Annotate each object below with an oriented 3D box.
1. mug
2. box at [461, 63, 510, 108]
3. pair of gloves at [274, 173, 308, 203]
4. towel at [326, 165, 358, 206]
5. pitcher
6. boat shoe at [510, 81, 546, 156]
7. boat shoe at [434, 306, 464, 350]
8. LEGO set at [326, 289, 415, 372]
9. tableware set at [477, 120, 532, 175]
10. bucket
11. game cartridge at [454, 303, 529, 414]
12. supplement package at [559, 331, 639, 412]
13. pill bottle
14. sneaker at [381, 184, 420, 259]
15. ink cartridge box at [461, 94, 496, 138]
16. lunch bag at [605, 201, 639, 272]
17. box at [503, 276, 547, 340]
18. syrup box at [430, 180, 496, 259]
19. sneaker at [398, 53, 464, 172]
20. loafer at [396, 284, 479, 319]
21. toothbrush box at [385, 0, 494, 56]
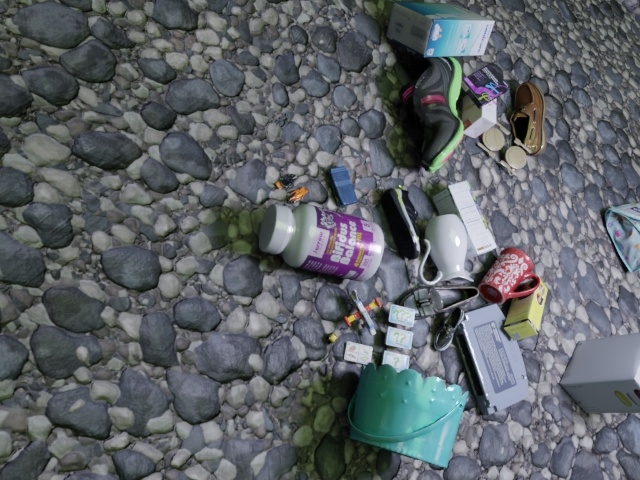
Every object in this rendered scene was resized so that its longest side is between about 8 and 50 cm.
[{"bbox_3d":[0.597,0.119,1.630,0.169,0.150,0.113,-41,120,-28],"label":"mug"},{"bbox_3d":[0.567,-0.535,1.774,0.162,0.029,0.116,-34,82,-27],"label":"box"},{"bbox_3d":[-0.082,-0.146,1.446,0.074,0.010,0.083,-39,90,-31],"label":"pair of gloves"},{"bbox_3d":[0.065,-0.159,1.515,0.067,0.029,0.119,-13,78,-30],"label":"towel"},{"bbox_3d":[0.364,0.031,1.552,0.178,0.125,0.207,-3,80,-23],"label":"pitcher"},{"bbox_3d":[0.783,-0.473,1.950,0.104,0.111,0.307,7,70,-27],"label":"boat shoe"},{"bbox_3d":[0.372,0.255,1.500,0.049,0.040,0.142,25,74,29],"label":"boat shoe"},{"bbox_3d":[0.143,0.244,1.381,0.244,0.060,0.182,16,73,-13],"label":"LEGO set"},{"bbox_3d":[0.667,-0.332,1.882,0.194,0.039,0.128,38,75,-4],"label":"tableware set"},{"bbox_3d":[0.204,0.424,1.249,0.281,0.281,0.183,24,68,-18],"label":"bucket"},{"bbox_3d":[0.521,0.351,1.559,0.198,0.062,0.297,-9,77,-34],"label":"game cartridge"},{"bbox_3d":[0.942,0.421,1.628,0.145,0.262,0.204,47,58,-5],"label":"supplement package"},{"bbox_3d":[0.000,0.000,1.344,0.301,0.169,0.169,13,67,-23],"label":"pill bottle"},{"bbox_3d":[0.268,-0.061,1.553,0.097,0.084,0.234,-11,78,-31],"label":"sneaker"},{"bbox_3d":[0.566,-0.481,1.838,0.067,0.115,0.198,19,64,-19],"label":"ink cartridge box"},{"bbox_3d":[1.265,-0.033,2.022,0.223,0.160,0.262,-11,67,-27],"label":"lunch bag"},{"bbox_3d":[0.650,0.213,1.621,0.058,0.087,0.232,51,41,-9],"label":"box"},{"bbox_3d":[0.456,-0.061,1.645,0.096,0.093,0.237,-17,81,-31],"label":"syrup box"},{"bbox_3d":[0.348,-0.423,1.688,0.202,0.185,0.482,15,57,-13],"label":"sneaker"},{"bbox_3d":[0.349,0.169,1.514,0.267,0.084,0.096,-8,76,-29],"label":"loafer"},{"bbox_3d":[0.415,-0.737,1.788,0.295,0.126,0.216,-15,44,-31],"label":"toothbrush box"}]
